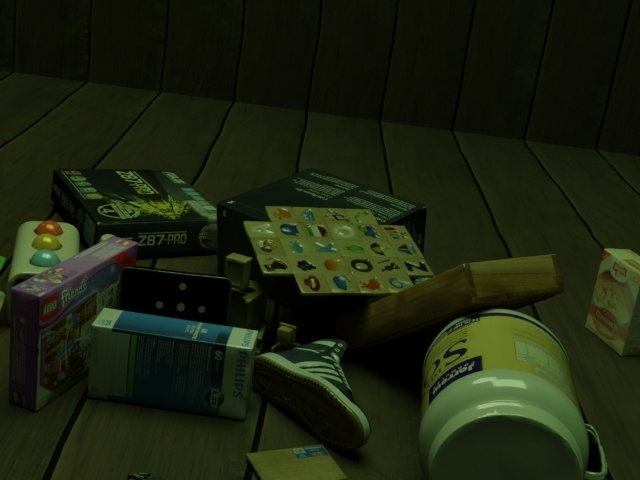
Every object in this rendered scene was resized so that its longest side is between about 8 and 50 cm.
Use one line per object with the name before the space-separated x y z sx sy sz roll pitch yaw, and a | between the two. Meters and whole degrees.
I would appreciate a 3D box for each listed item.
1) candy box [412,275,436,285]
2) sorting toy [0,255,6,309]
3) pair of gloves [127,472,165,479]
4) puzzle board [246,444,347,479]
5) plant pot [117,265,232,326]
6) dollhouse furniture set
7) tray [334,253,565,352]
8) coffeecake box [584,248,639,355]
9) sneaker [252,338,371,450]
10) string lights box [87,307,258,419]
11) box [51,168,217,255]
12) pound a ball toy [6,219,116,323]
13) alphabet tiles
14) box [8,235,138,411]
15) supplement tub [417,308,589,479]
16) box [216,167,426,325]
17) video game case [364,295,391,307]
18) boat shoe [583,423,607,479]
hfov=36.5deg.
candy box | 0.181 0.100 2.181 0.206 0.027 0.105 6 19 -4
sorting toy | -0.628 0.087 1.657 0.047 0.196 0.348 -31 32 22
pair of gloves | -0.243 0.350 1.356 0.074 0.010 0.083 10 19 5
puzzle board | -0.036 0.342 1.458 0.128 0.011 0.096 -1 20 -25
plant pot | -0.256 0.133 1.719 0.187 0.188 0.167 6 9 -4
dollhouse furniture set | -0.089 0.120 1.793 0.161 0.182 0.101 15 21 21
tray | 0.217 0.121 1.738 0.203 0.076 0.411 -4 -13 -31
coffeecake box | 0.641 0.128 2.045 0.068 0.185 0.142 1 21 -19
sneaker | 0.021 0.245 1.617 0.153 0.099 0.282 -11 24 -38
string lights box | -0.240 0.201 1.585 0.259 0.133 0.077 9 19 1
box | -0.437 -0.072 2.318 0.318 0.097 0.395 0 21 -29
pound a ball toy | -0.500 0.044 1.916 0.208 0.136 0.319 3 21 -14
alphabet tiles | 0.034 0.017 1.854 0.342 0.011 0.285 1 34 -21
box | -0.406 0.129 1.621 0.057 0.201 0.293 14 20 17
supplement tub | 0.266 0.267 1.442 0.241 0.241 0.331 10 19 5
box | 0.000 0.000 2.112 0.343 0.179 0.312 22 30 37
video game case | 0.173 0.121 1.919 0.173 0.022 0.190 -12 -13 -3
boat shoe | 0.413 0.332 1.548 0.095 0.084 0.258 7 20 -3
